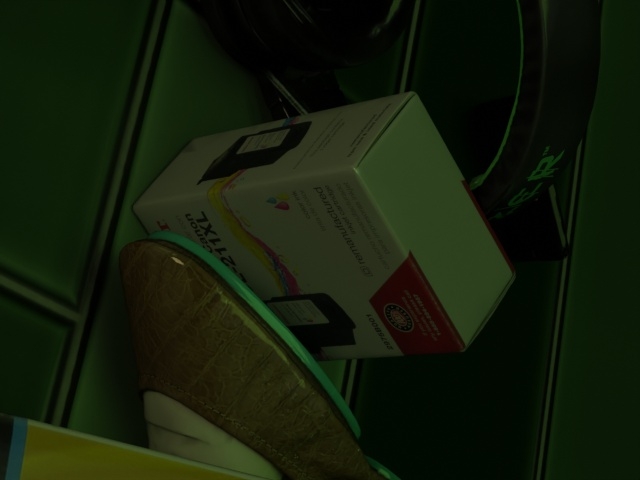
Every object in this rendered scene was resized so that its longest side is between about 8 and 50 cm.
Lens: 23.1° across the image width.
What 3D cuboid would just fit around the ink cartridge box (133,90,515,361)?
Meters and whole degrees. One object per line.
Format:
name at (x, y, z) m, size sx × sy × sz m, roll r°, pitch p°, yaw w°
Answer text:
ink cartridge box at (0.000, 0.000, 0.878) m, size 0.127 × 0.175 × 0.072 m, roll 58°, pitch 48°, yaw -24°

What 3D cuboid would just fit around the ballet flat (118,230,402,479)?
ballet flat at (-0.022, 0.145, 0.892) m, size 0.124 × 0.116 × 0.342 m, roll -54°, pitch 128°, yaw -20°

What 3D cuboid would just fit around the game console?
game console at (0.167, -0.051, 1.166) m, size 0.071 × 0.107 × 0.122 m, roll -15°, pitch 94°, yaw -21°

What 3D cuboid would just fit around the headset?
headset at (0.001, -0.185, 0.893) m, size 0.185 × 0.243 × 0.394 m, roll -15°, pitch 76°, yaw -38°

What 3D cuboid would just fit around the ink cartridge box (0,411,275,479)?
ink cartridge box at (-0.123, 0.231, 0.647) m, size 0.303 × 0.072 × 0.307 m, roll 19°, pitch 63°, yaw -31°
